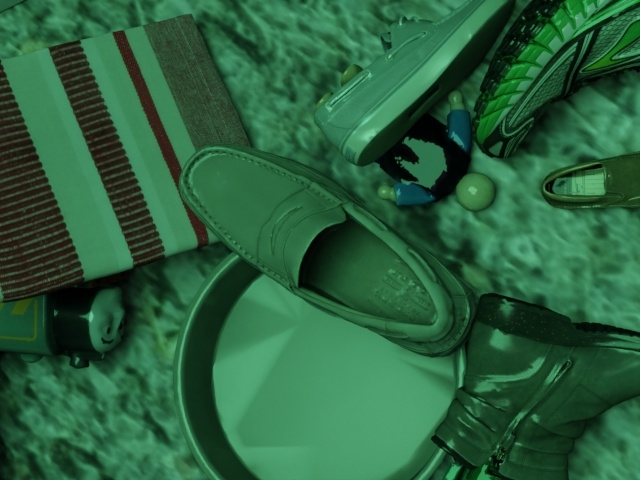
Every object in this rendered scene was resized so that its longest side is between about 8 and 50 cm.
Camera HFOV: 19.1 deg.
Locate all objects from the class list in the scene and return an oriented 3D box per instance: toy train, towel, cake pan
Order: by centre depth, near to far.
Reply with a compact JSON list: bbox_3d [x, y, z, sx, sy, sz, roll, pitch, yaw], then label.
[{"bbox_3d":[0.003,0.128,1.814,0.293,0.054,0.293,-2,83,18],"label":"cake pan"},{"bbox_3d":[-0.225,-0.077,1.818,0.329,0.037,0.237,-17,74,-26],"label":"towel"},{"bbox_3d":[-0.341,0.026,1.907,0.334,0.142,0.190,4,97,17],"label":"toy train"}]

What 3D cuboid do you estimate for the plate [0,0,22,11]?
[{"bbox_3d":[-0.392,-0.356,1.952,0.278,0.045,0.277,-24,100,15],"label":"plate"}]

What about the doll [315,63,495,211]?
[{"bbox_3d":[0.090,-0.094,1.812,0.189,0.046,0.129,39,83,17],"label":"doll"}]

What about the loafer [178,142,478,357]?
[{"bbox_3d":[0.000,0.000,1.739,0.319,0.111,0.112,28,91,19],"label":"loafer"}]

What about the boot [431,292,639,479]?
[{"bbox_3d":[0.230,0.151,1.696,0.246,0.083,0.161,15,93,-4],"label":"boot"}]

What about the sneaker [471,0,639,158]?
[{"bbox_3d":[0.272,-0.187,1.717,0.146,0.134,0.343,44,112,-9],"label":"sneaker"}]

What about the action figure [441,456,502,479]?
[{"bbox_3d":[0.166,0.206,1.748,0.137,0.063,0.232,18,89,16],"label":"action figure"}]

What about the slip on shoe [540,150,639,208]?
[{"bbox_3d":[0.269,-0.056,1.750,0.135,0.041,0.051,-5,83,18],"label":"slip on shoe"}]

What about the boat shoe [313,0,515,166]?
[{"bbox_3d":[0.086,-0.170,1.778,0.081,0.079,0.227,42,76,16],"label":"boat shoe"}]
